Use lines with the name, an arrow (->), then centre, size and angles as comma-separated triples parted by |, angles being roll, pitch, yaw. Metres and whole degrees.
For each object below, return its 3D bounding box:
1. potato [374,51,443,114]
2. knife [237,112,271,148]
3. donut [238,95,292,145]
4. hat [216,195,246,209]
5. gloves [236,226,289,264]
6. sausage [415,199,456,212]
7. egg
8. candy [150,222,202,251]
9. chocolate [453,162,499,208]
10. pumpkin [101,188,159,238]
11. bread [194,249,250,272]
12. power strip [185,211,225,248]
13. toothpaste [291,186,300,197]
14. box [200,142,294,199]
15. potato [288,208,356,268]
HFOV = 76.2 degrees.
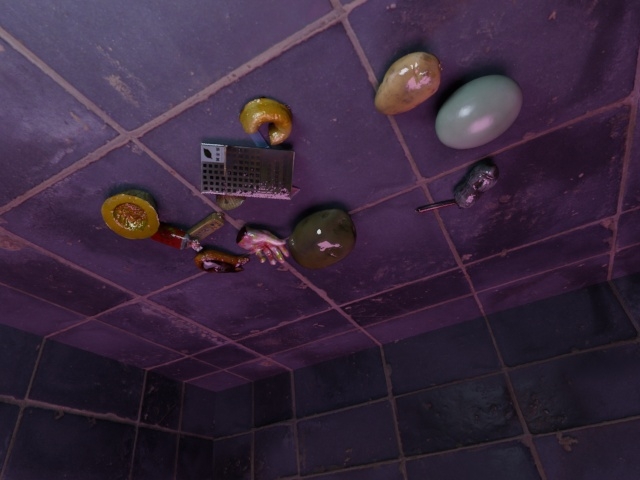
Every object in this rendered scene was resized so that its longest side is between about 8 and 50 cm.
potato -> 0.274, -0.484, 1.272 | 0.161, 0.128, 0.235 | 20, 143, -9
knife -> -0.206, -0.341, 1.470 | 0.044, 0.019, 0.313 | -17, 141, 15
donut -> -0.168, -0.392, 1.352 | 0.146, 0.078, 0.181 | -35, 139, 30
hat -> -0.347, -0.194, 1.528 | 0.146, 0.146, 0.067 | -18, 150, 15
gloves -> -0.253, 0.017, 1.864 | 0.241, 0.126, 0.145 | 22, 111, -30
sausage -> 0.525, -0.154, 1.839 | 0.198, 0.025, 0.028 | -13, 175, 9
egg -> 0.511, -0.415, 1.330 | 0.282, 0.203, 0.203 | -33, 137, 23
candy -> -0.651, -0.019, 1.761 | 0.292, 0.059, 0.086 | 20, 130, -7
chocolate -> 0.644, -0.228, 1.694 | 0.110, 0.110, 0.248 | 9, 144, -21
pumpkin -> -0.736, -0.119, 1.617 | 0.217, 0.110, 0.217 | 2, 134, 2
bread -> -0.480, 0.101, 1.972 | 0.269, 0.095, 0.139 | 4, 147, -38
power strip -> -0.526, -0.042, 1.796 | 0.305, 0.044, 0.064 | -29, 138, 27
toothpaste -> -0.175, -0.214, 1.628 | 0.194, 0.043, 0.067 | 18, 134, -39
box -> -0.261, -0.247, 1.466 | 0.325, 0.047, 0.180 | 3, 108, -8
potato -> 0.000, 0.000, 1.794 | 0.326, 0.221, 0.243 | -26, 142, 31
